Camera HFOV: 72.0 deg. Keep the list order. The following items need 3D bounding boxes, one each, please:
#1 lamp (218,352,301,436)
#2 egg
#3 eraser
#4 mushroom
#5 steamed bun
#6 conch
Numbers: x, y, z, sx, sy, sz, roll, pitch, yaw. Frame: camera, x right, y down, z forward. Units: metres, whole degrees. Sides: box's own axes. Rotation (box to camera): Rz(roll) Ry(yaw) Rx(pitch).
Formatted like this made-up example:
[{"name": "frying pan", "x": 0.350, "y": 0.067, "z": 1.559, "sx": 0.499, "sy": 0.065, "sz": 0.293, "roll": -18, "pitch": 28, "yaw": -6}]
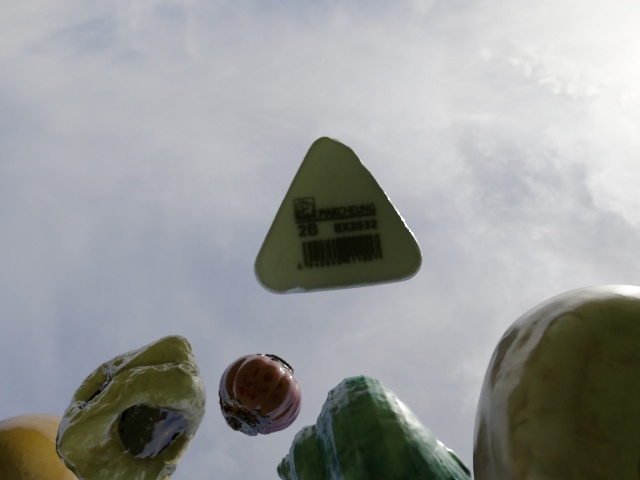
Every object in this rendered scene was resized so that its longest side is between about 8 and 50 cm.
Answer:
[{"name": "lamp", "x": -0.159, "y": 0.405, "z": 1.149, "sx": 0.227, "sy": 0.227, "sz": 0.226, "roll": -7, "pitch": -125, "yaw": 10}, {"name": "egg", "x": -0.458, "y": 0.408, "z": 0.671, "sx": 0.250, "sy": 0.322, "sz": 0.250, "roll": 16, "pitch": -139, "yaw": -14}, {"name": "eraser", "x": 0.000, "y": 0.000, "z": 0.893, "sx": 0.331, "sy": 0.150, "sz": 0.331, "roll": 0, "pitch": -93, "yaw": -7}, {"name": "mushroom", "x": 0.276, "y": 0.172, "z": 0.330, "sx": 0.298, "sy": 0.290, "sz": 0.297, "roll": 9, "pitch": -110, "yaw": -25}, {"name": "steamed bun", "x": -0.211, "y": 0.197, "z": 0.543, "sx": 0.155, "sy": 0.141, "sz": 0.172, "roll": -47, "pitch": -154, "yaw": 6}, {"name": "conch", "x": 0.046, "y": 0.247, "z": 0.479, "sx": 0.202, "sy": 0.134, "sz": 0.196, "roll": -30, "pitch": -134, "yaw": 43}]
